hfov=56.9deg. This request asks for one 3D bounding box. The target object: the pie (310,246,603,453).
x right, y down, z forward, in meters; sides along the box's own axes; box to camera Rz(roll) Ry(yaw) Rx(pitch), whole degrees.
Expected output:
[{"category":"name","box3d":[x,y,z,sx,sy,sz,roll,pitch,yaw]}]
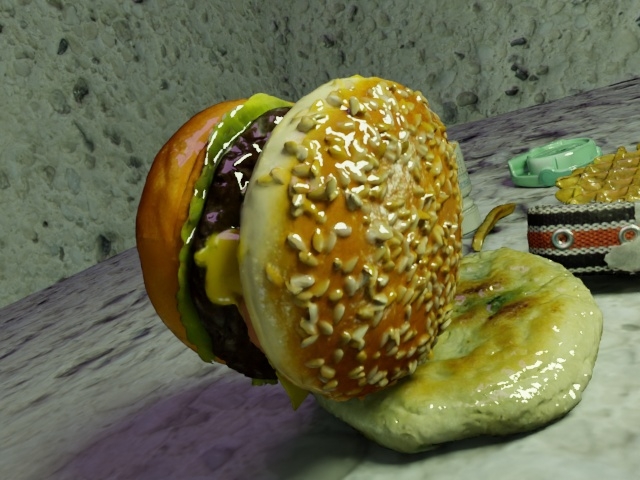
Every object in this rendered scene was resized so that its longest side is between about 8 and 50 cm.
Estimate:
[{"category":"pie","box3d":[0.138,0.100,0.626,0.337,0.075,0.337,-20,15,6]}]

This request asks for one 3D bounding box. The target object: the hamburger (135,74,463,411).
[{"category":"hamburger","box3d":[0.000,0.000,0.516,0.225,0.291,0.291,7,26,37]}]

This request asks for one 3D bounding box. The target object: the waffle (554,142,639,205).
[{"category":"waffle","box3d":[0.508,-0.084,0.899,0.259,0.069,0.293,-24,15,-10]}]

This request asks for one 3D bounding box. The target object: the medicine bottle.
[{"category":"medicine bottle","box3d":[0.234,-0.096,1.119,0.105,0.168,0.105,-18,12,4]}]

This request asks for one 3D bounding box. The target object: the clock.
[{"category":"clock","box3d":[0.513,-0.166,1.243,0.159,0.066,0.211,-23,13,-14]}]

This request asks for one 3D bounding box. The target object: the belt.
[{"category":"belt","box3d":[0.395,-0.006,0.631,0.126,0.094,0.359,-8,3,-43]}]

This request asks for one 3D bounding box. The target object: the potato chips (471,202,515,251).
[{"category":"potato chips","box3d":[0.303,-0.027,1.053,0.037,0.026,0.204,5,23,32]}]
